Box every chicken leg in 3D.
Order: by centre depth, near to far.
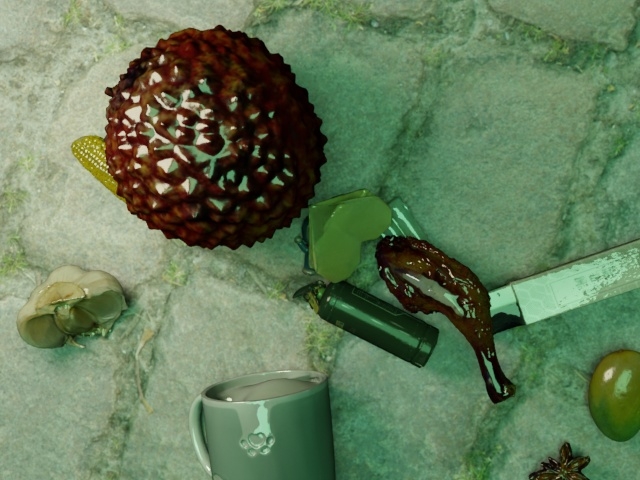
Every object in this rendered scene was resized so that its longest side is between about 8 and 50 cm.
[{"bbox_3d":[0.259,0.137,1.394,0.407,0.096,0.158,50,117,15],"label":"chicken leg"}]

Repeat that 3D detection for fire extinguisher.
[{"bbox_3d":[0.091,0.163,1.489,0.311,0.114,0.095,27,52,3],"label":"fire extinguisher"}]

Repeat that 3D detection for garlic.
[{"bbox_3d":[-0.546,0.136,1.530,0.229,0.178,0.143,-28,56,-12],"label":"garlic"}]

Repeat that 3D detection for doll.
[{"bbox_3d":[0.000,0.000,1.500,0.114,0.085,0.152,6,101,-18],"label":"doll"}]

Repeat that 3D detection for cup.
[{"bbox_3d":[-0.139,0.429,1.453,0.356,0.259,0.275,-6,90,36],"label":"cup"}]

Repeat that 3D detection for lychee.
[{"bbox_3d":[-0.223,-0.203,1.361,0.500,0.424,0.425,34,94,19],"label":"lychee"}]

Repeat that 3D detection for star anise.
[{"bbox_3d":[0.488,0.511,1.469,0.190,0.070,0.097,-43,60,6],"label":"star anise"}]

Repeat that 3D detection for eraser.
[{"bbox_3d":[0.512,0.093,1.444,0.403,0.098,0.096,-19,84,4],"label":"eraser"}]

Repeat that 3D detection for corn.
[{"bbox_3d":[-0.430,-0.142,1.532,0.261,0.097,0.097,36,94,8],"label":"corn"}]

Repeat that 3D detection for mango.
[{"bbox_3d":[0.619,0.319,1.445,0.130,0.092,0.195,-2,99,3],"label":"mango"}]

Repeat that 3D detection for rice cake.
[{"bbox_3d":[0.198,0.016,1.500,0.085,0.040,0.226,-36,87,3],"label":"rice cake"}]

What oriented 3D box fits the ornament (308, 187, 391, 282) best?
[{"bbox_3d":[0.036,-0.024,1.427,0.180,0.059,0.201,34,95,-36],"label":"ornament"}]
